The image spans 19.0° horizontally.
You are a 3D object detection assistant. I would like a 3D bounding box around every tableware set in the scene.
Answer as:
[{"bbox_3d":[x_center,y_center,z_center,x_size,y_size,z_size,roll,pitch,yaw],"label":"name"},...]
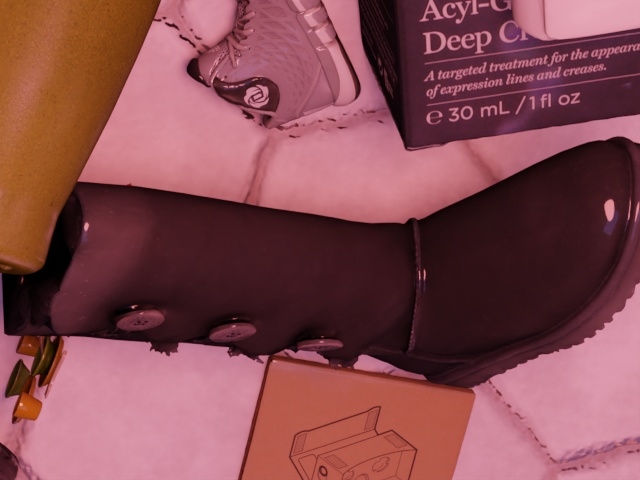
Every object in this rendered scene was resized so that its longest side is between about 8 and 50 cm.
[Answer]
[{"bbox_3d":[-0.254,0.115,1.665,0.024,0.154,0.104,23,100,-16],"label":"tableware set"}]

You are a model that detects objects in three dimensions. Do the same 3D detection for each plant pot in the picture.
[{"bbox_3d":[-0.281,-0.167,1.390,0.366,0.366,0.353,13,82,-13],"label":"plant pot"}]

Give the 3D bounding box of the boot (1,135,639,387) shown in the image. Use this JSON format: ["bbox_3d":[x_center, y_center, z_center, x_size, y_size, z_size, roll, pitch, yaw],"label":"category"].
[{"bbox_3d":[-0.001,0.001,1.545,0.445,0.146,0.367,11,147,-23],"label":"boot"}]

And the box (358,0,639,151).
[{"bbox_3d":[0.179,-0.306,1.519,0.293,0.212,0.396,-9,121,-5],"label":"box"}]

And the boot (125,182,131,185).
[{"bbox_3d":[-0.201,-0.017,1.682,0.158,0.059,0.085,14,103,-22],"label":"boot"}]

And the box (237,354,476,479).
[{"bbox_3d":[0.030,0.200,1.807,0.201,0.021,0.164,10,107,-12],"label":"box"}]

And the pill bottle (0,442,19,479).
[{"bbox_3d":[-0.394,0.169,1.674,0.130,0.130,0.245,-45,109,8],"label":"pill bottle"}]

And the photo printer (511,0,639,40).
[{"bbox_3d":[0.251,-0.309,1.343,0.256,0.107,0.308,-10,121,-6],"label":"photo printer"}]

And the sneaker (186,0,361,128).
[{"bbox_3d":[-0.065,-0.192,1.625,0.132,0.086,0.229,-25,111,3],"label":"sneaker"}]
